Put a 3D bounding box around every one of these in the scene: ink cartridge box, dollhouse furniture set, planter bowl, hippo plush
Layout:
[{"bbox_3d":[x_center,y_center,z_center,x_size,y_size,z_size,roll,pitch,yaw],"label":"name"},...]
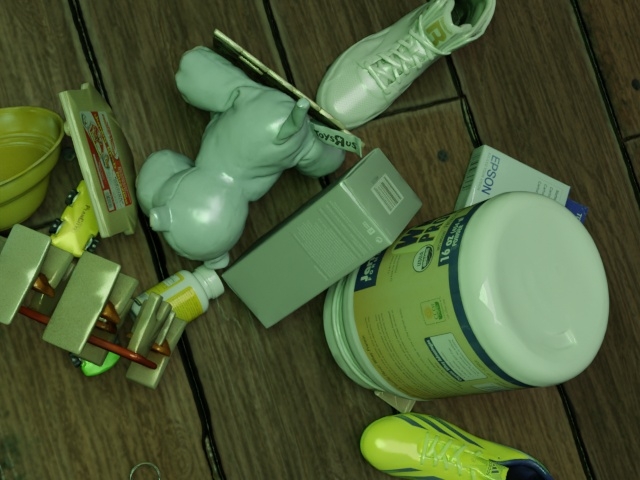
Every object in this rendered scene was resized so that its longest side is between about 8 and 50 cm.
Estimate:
[{"bbox_3d":[0.303,-0.002,1.306,0.224,0.045,0.223,23,74,-15],"label":"ink cartridge box"},{"bbox_3d":[-0.298,0.083,0.921,0.259,0.262,0.135,21,76,11],"label":"dollhouse furniture set"},{"bbox_3d":[-0.397,-0.070,1.022,0.217,0.217,0.090,-27,129,-21],"label":"planter bowl"},{"bbox_3d":[-0.100,-0.077,1.095,0.234,0.294,0.236,30,94,-48],"label":"hippo plush"}]

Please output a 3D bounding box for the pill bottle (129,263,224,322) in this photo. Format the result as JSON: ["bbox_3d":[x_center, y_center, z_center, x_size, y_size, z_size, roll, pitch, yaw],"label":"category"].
[{"bbox_3d":[-0.186,0.078,1.110,0.116,0.065,0.065,-32,93,-20],"label":"pill bottle"}]

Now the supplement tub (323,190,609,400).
[{"bbox_3d":[0.170,0.082,1.080,0.228,0.316,0.228,11,71,-33],"label":"supplement tub"}]

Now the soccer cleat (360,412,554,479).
[{"bbox_3d":[0.196,0.304,1.175,0.289,0.121,0.093,20,82,-15],"label":"soccer cleat"}]

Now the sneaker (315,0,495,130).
[{"bbox_3d":[0.123,-0.276,1.223,0.292,0.169,0.108,-43,98,-19],"label":"sneaker"}]

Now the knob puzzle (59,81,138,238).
[{"bbox_3d":[-0.269,-0.097,1.053,0.030,0.213,0.213,-15,86,5],"label":"knob puzzle"}]

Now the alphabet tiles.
[{"bbox_3d":[-0.045,-0.197,1.139,0.237,0.198,0.009,36,92,-11],"label":"alphabet tiles"}]

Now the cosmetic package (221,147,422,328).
[{"bbox_3d":[0.000,0.000,1.086,0.107,0.238,0.127,52,33,-7],"label":"cosmetic package"}]

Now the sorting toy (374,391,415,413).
[{"bbox_3d":[0.118,0.199,1.226,0.062,0.012,0.083,36,71,-13],"label":"sorting toy"}]

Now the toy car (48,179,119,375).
[{"bbox_3d":[-0.328,0.067,1.069,0.239,0.053,0.224,-30,92,-20],"label":"toy car"}]

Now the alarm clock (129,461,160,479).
[{"bbox_3d":[-0.230,0.370,1.051,0.129,0.064,0.191,12,74,-17],"label":"alarm clock"}]
